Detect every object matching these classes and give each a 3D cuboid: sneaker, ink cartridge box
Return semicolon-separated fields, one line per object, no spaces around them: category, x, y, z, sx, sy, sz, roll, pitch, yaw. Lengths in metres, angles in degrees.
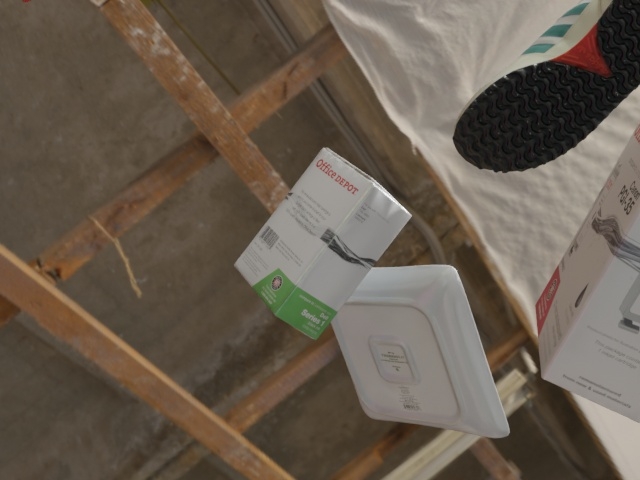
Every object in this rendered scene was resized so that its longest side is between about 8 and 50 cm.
sneaker;0.147;-0.099;0.457;0.057;0.075;0.161;48;-61;-3
ink cartridge box;0.348;0.015;0.875;0.117;0.207;0.283;24;-68;4
ink cartridge box;0.000;0.000;1.134;0.092;0.160;0.219;36;-85;-36

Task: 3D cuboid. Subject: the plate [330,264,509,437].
plate;0.119;0.169;1.204;0.045;0.277;0.278;-34;-69;-40

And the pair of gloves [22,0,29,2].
pair of gloves;-0.244;-0.311;0.705;0.198;0.023;0.159;-33;-50;6
